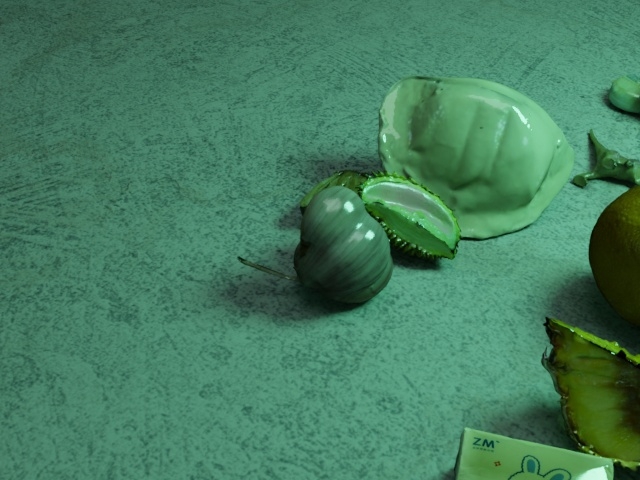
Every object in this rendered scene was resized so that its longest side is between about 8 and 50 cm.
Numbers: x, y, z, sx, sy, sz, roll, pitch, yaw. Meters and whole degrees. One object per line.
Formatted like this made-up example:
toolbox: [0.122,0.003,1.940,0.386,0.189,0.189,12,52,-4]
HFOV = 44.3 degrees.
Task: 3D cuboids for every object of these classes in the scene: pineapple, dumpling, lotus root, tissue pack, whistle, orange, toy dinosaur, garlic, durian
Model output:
pineapple: [0.447,0.245,1.094,0.334,0.158,0.161,24,5,23]
dumpling: [0.283,-0.162,1.526,0.395,0.233,0.316,30,75,2]
lotus root: [0.048,-0.076,1.550,0.143,0.070,0.144,8,42,21]
tissue pack: [0.263,0.330,0.992,0.196,0.092,0.148,8,39,13]
whistle: [0.784,-0.328,1.872,0.126,0.067,0.258,-12,41,-18]
orange: [0.566,0.027,1.252,0.264,0.264,0.264,0,37,0]
toy dinosaur: [0.622,-0.167,1.679,0.199,0.072,0.251,-15,26,-34]
garlic: [0.000,0.000,1.372,0.256,0.207,0.207,-1,36,18]
durian: [0.153,-0.042,1.456,0.220,0.095,0.137,33,44,-6]
